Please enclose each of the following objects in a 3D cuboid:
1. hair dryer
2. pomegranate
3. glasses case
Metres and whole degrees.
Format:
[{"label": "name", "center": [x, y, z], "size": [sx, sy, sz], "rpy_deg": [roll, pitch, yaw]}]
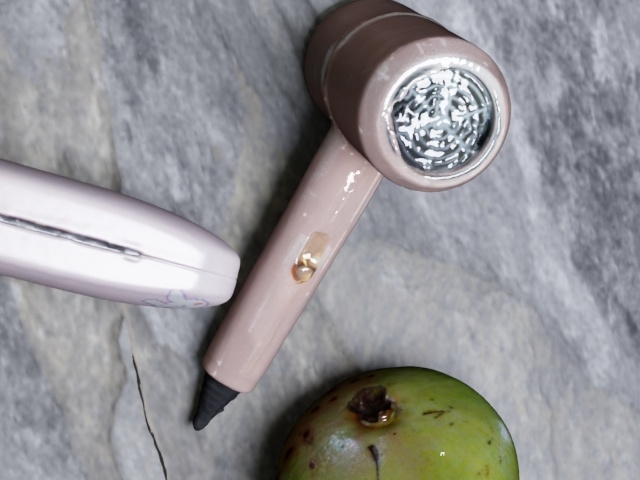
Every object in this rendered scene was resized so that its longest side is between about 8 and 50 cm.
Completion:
[{"label": "hair dryer", "center": [0.000, 0.000, 0.918], "size": [0.106, 0.189, 0.344], "rpy_deg": [25, 102, -21]}, {"label": "pomegranate", "center": [0.071, 0.191, 0.953], "size": [0.210, 0.179, 0.179], "rpy_deg": [41, 82, -34]}, {"label": "glasses case", "center": [-0.198, -0.012, 0.870], "size": [0.296, 0.113, 0.075], "rpy_deg": [15, 88, -18]}]
